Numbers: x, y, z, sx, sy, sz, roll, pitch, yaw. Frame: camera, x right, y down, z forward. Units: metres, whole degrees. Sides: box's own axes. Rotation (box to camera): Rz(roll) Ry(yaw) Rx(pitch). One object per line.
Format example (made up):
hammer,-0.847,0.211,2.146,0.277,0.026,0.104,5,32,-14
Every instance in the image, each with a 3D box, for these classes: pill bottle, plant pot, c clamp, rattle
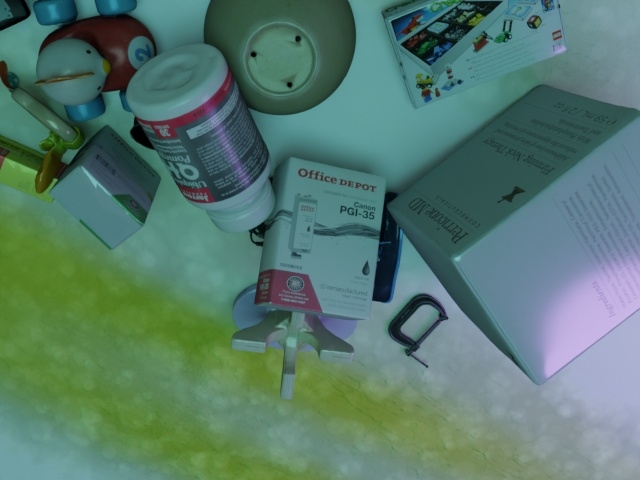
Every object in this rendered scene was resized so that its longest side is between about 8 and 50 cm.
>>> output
pill bottle,-0.191,-0.165,1.327,0.176,0.176,0.319,-19,134,6
plant pot,-0.071,-0.341,1.334,0.283,0.191,0.284,-1,116,-2
c clamp,0.229,0.199,1.718,0.137,0.022,0.161,29,113,-11
rattle,-0.548,-0.210,1.400,0.199,0.130,0.143,39,99,-21

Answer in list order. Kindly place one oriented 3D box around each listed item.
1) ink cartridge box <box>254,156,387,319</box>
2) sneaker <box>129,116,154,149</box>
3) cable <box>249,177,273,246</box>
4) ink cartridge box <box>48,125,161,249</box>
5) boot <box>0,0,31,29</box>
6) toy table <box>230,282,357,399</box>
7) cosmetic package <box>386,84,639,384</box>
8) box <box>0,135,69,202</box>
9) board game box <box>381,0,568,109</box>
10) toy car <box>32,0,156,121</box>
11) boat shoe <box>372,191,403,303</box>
ink cartridge box,0.000,0.000,1.460,0.207,0.117,0.283,10,80,-16
sneaker,-0.244,-0.208,1.430,0.221,0.118,0.083,-3,117,-2
cable,-0.060,-0.059,1.562,0.184,0.047,0.151,-2,109,-7
ink cartridge box,-0.396,-0.103,1.423,0.093,0.212,0.154,-36,114,18
boot,-0.745,-0.512,1.250,0.366,0.146,0.445,-18,121,8
toy table,-0.054,0.191,1.619,0.274,0.161,0.252,-4,117,0
cosmetic package,0.407,-0.023,1.403,0.393,0.329,0.327,-38,114,0
box,-0.609,-0.155,1.456,0.232,0.087,0.058,25,112,-14
board game box,0.286,-0.385,1.394,0.305,0.053,0.193,-20,124,7
toy car,-0.399,-0.301,1.309,0.210,0.238,0.219,-8,117,1
boat shoe,0.120,0.023,1.575,0.088,0.109,0.258,4,114,-2
